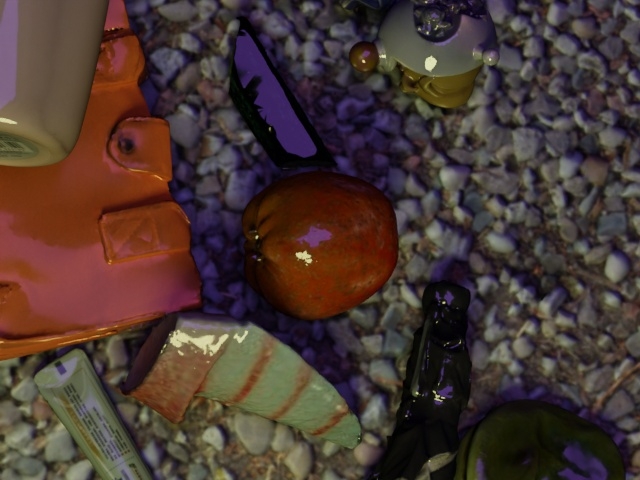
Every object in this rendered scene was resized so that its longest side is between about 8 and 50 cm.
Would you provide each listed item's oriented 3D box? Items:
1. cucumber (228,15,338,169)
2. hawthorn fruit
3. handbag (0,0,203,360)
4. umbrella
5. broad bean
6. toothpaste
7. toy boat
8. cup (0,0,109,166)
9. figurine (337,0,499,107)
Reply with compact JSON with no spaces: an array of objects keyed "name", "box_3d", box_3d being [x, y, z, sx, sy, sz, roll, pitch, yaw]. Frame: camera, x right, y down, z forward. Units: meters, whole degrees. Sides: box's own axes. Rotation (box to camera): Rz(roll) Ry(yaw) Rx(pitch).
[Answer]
[{"name":"cucumber","box_3d":[-0.065,-0.169,1.866,0.070,0.046,0.220,-31,84,-7]},{"name":"hawthorn fruit","box_3d":[0.000,0.000,1.771,0.189,0.189,0.189,2,76,-9]},{"name":"handbag","box_3d":[-0.314,-0.080,1.762,0.303,0.116,0.410,-13,79,-13]},{"name":"umbrella","box_3d":[0.111,0.212,1.772,0.106,0.113,0.358,23,66,-32]},{"name":"broad bean","box_3d":[0.253,0.261,1.809,0.206,0.072,0.153,2,78,-21]},{"name":"toothpaste","box_3d":[-0.231,0.240,1.739,0.067,0.037,0.255,-33,81,-10]},{"name":"toy boat","box_3d":[-0.063,0.167,1.722,0.282,0.206,0.096,25,46,-17]},{"name":"cup","box_3d":[-0.361,-0.198,1.629,0.253,0.191,0.200,10,76,-9]},{"name":"figurine","box_3d":[0.111,-0.295,1.888,0.194,0.133,0.274,-8,64,-23]}]
